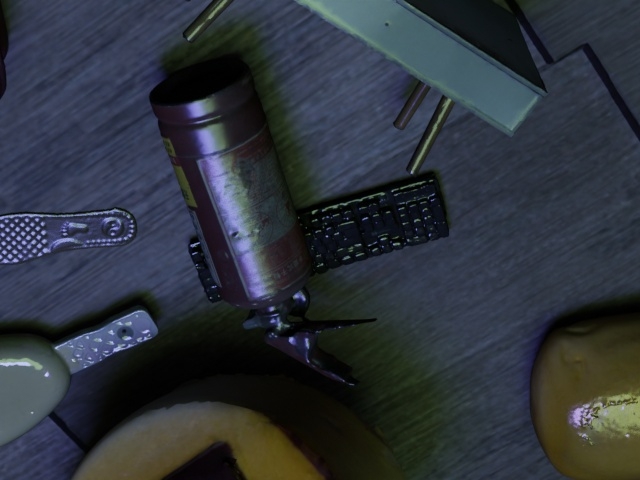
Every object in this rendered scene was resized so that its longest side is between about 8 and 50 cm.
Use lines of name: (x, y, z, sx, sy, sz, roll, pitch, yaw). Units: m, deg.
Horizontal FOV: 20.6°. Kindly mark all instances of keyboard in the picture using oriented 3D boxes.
keyboard: (0.000, 0.000, 1.331, 0.195, 0.018, 0.060, -16, 125, 4)

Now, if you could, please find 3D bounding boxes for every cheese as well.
cheese: (-0.214, 0.098, 1.355, 0.192, 0.037, 0.097, -23, 123, 9)

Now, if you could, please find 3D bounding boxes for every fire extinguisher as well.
fire extinguisher: (-0.040, 0.000, 1.257, 0.075, 0.106, 0.252, -34, 118, -33)

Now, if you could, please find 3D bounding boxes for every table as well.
table: (0.017, -0.144, 1.180, 0.240, 0.122, 0.111, 30, 115, -21)

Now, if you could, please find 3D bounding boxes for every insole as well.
insole: (-0.204, -0.003, 1.314, 0.135, 0.002, 0.045, -6, 123, -3)

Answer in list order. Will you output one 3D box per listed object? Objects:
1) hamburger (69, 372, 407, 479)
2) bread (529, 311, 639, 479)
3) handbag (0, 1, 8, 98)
hamburger: (-0.065, 0.241, 1.334, 0.302, 0.170, 0.302, -1, 86, 15)
bread: (0.275, 0.126, 1.394, 0.217, 0.098, 0.147, -12, 126, 3)
handbag: (-0.323, -0.170, 1.156, 0.216, 0.074, 0.203, -9, 122, 2)
